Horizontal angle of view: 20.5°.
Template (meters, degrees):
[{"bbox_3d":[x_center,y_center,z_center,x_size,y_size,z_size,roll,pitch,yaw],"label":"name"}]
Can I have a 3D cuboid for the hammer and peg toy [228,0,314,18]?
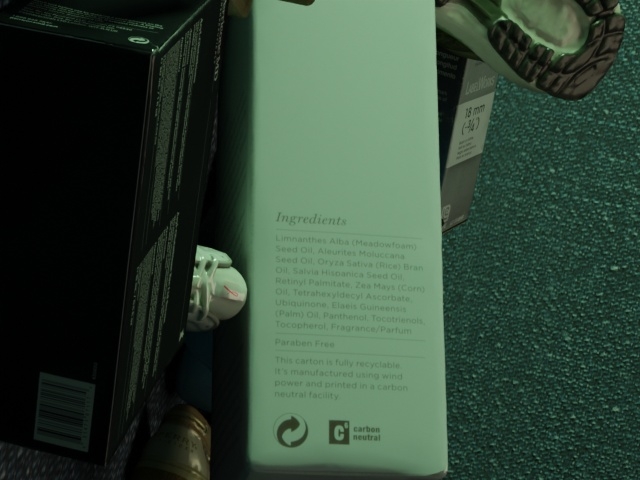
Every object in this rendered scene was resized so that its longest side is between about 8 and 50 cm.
[{"bbox_3d":[-0.051,-0.307,1.175,0.361,0.127,0.266,42,60,-83],"label":"hammer and peg toy"}]

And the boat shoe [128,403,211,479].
[{"bbox_3d":[-0.121,0.250,1.761,0.285,0.105,0.089,87,19,-66],"label":"boat shoe"}]

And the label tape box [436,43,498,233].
[{"bbox_3d":[0.070,-0.198,1.930,0.106,0.241,0.333,-24,129,-55],"label":"label tape box"}]

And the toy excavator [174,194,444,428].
[{"bbox_3d":[-0.055,0.121,1.860,0.433,0.222,0.445,-66,-179,-66],"label":"toy excavator"}]

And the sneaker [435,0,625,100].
[{"bbox_3d":[0.086,-0.265,1.684,0.158,0.410,0.182,-60,-157,-8],"label":"sneaker"}]

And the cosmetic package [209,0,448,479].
[{"bbox_3d":[0.000,0.000,1.493,0.230,0.162,0.453,120,-29,-68],"label":"cosmetic package"}]

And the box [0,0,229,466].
[{"bbox_3d":[-0.136,-0.025,1.081,0.184,0.103,0.261,-57,158,-66],"label":"box"}]

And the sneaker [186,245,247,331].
[{"bbox_3d":[-0.113,0.022,1.321,0.232,0.115,0.090,52,50,-82],"label":"sneaker"}]
